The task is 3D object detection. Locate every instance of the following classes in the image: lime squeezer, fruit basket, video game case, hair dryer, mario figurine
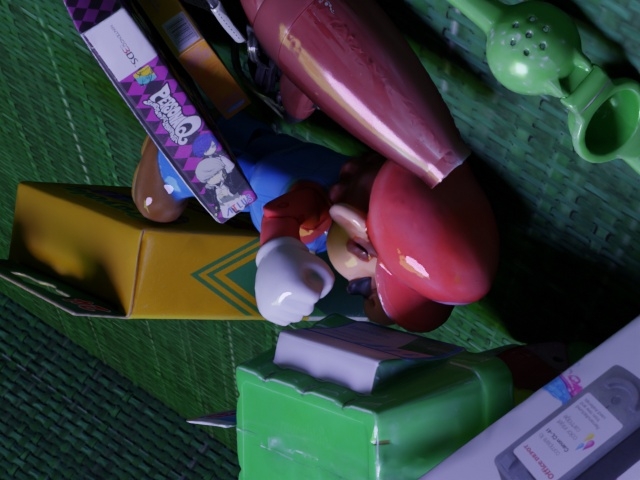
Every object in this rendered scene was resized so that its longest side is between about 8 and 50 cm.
[{"bbox_3d":[0.145,-0.091,1.144,0.310,0.059,0.110,39,163,-14],"label":"lime squeezer"},{"bbox_3d":[0.122,0.126,1.455,0.327,0.353,0.165,13,114,55],"label":"fruit basket"},{"bbox_3d":[-0.142,-0.150,1.397,0.210,0.042,0.232,55,-177,-42],"label":"video game case"},{"bbox_3d":[0.003,-0.131,1.310,0.293,0.080,0.223,42,174,39],"label":"hair dryer"},{"bbox_3d":[0.000,0.000,1.450,0.320,0.198,0.170,20,154,41],"label":"mario figurine"}]

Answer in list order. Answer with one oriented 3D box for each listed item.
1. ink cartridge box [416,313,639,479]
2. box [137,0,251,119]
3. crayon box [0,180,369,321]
[{"bbox_3d":[0.224,0.175,1.221,0.226,0.306,0.131,44,-170,-47],"label":"ink cartridge box"},{"bbox_3d":[-0.095,-0.144,1.381,0.081,0.028,0.136,56,-176,23],"label":"box"},{"bbox_3d":[-0.129,0.009,1.640,0.318,0.081,0.202,2,-168,-42],"label":"crayon box"}]
